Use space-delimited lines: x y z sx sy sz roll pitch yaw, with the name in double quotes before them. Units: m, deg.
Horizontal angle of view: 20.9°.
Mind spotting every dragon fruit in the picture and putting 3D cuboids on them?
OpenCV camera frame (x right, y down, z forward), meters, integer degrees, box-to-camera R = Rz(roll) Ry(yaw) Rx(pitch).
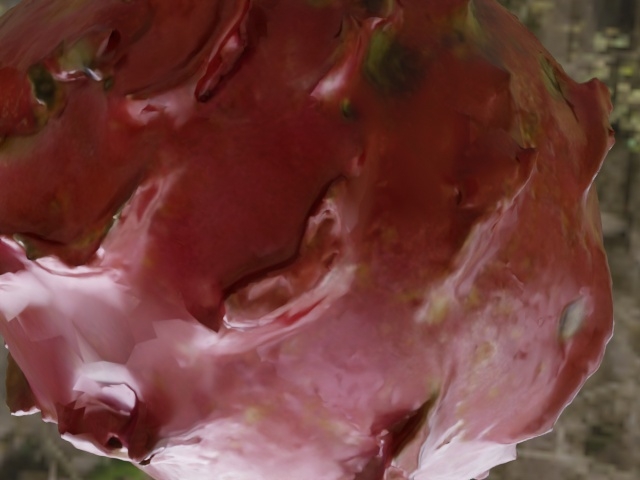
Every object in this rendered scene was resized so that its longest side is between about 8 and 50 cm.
"dragon fruit" 0.000 0.000 0.571 0.205 0.210 0.268 -32 145 26
